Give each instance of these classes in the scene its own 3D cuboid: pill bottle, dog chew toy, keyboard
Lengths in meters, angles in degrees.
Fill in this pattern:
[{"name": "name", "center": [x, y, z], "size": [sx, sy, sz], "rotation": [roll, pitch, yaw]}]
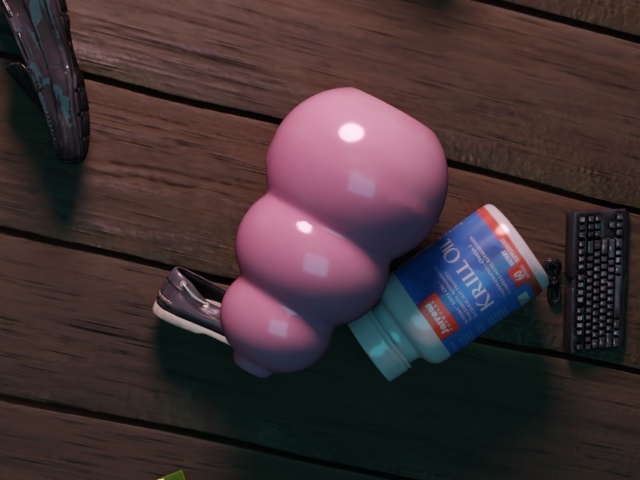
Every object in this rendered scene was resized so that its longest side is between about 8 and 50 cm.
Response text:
[{"name": "pill bottle", "center": [0.146, 0.067, 1.525], "size": [0.221, 0.124, 0.124], "rotation": [-37, 104, 2]}, {"name": "dog chew toy", "center": [0.000, 0.000, 1.444], "size": [0.207, 0.206, 0.331], "rotation": [29, 93, -12]}, {"name": "keyboard", "center": [0.327, 0.051, 1.595], "size": [0.108, 0.023, 0.180], "rotation": [-2, 102, -6]}]

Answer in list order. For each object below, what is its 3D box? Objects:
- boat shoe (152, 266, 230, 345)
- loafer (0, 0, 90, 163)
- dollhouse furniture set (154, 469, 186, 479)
[{"name": "boat shoe", "center": [-0.092, 0.088, 1.529], "size": [0.206, 0.075, 0.065], "rotation": [19, 103, -6]}, {"name": "loafer", "center": [-0.309, -0.192, 1.445], "size": [0.078, 0.076, 0.223], "rotation": [-12, 99, 1]}, {"name": "dollhouse furniture set", "center": [-0.166, 0.363, 1.607], "size": [0.076, 0.058, 0.151], "rotation": [-21, 123, -9]}]
